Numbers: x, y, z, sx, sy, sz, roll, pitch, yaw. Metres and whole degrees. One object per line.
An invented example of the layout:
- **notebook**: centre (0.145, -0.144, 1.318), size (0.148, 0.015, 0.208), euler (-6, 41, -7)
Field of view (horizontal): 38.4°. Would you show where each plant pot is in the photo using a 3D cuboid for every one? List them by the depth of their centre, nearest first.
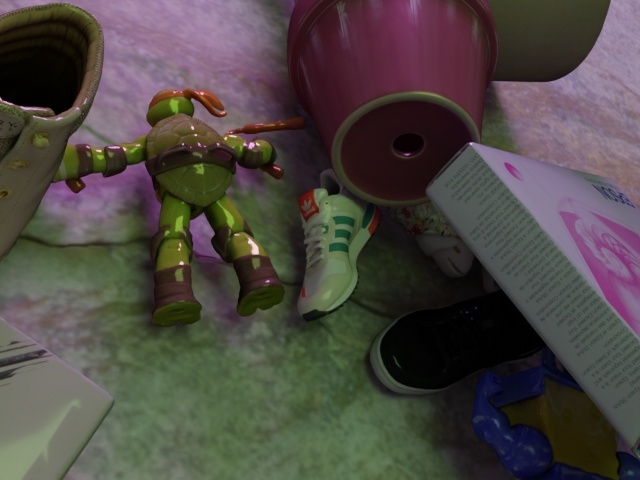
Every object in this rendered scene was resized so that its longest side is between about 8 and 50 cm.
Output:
- **plant pot**: centre (0.068, -0.137, 0.837), size (0.201, 0.201, 0.180), euler (21, 42, -22)
- **plant pot**: centre (0.119, -0.279, 0.977), size (0.273, 0.256, 0.257), euler (-13, 69, -22)

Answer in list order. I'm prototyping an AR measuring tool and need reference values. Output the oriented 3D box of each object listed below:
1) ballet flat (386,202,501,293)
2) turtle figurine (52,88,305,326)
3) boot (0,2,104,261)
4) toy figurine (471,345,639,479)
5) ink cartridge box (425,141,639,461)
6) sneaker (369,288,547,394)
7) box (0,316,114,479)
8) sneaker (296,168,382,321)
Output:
- **ballet flat**: centre (0.164, 0.010, 0.913), size (0.240, 0.091, 0.077), euler (19, 75, -19)
- **turtle figurine**: centre (-0.095, -0.046, 0.761), size (0.269, 0.087, 0.218), euler (-2, 64, -36)
- **boot**: centre (-0.233, -0.021, 0.569), size (0.095, 0.203, 0.262), euler (37, 46, -8)
- **toy figurine**: centre (0.250, 0.184, 0.785), size (0.362, 0.191, 0.217), euler (20, 51, -25)
- **ink cartridge box**: centre (0.279, 0.066, 0.789), size (0.324, 0.071, 0.330), euler (4, 44, -54)
- **sneaker**: centre (0.152, 0.071, 0.833), size (0.216, 0.121, 0.079), euler (-9, 64, -39)
- **box**: centre (-0.235, 0.181, 0.506), size (0.094, 0.113, 0.275), euler (37, 46, -7)
- **sneaker**: centre (0.000, 0.000, 0.809), size (0.075, 0.057, 0.161), euler (48, 40, -20)
